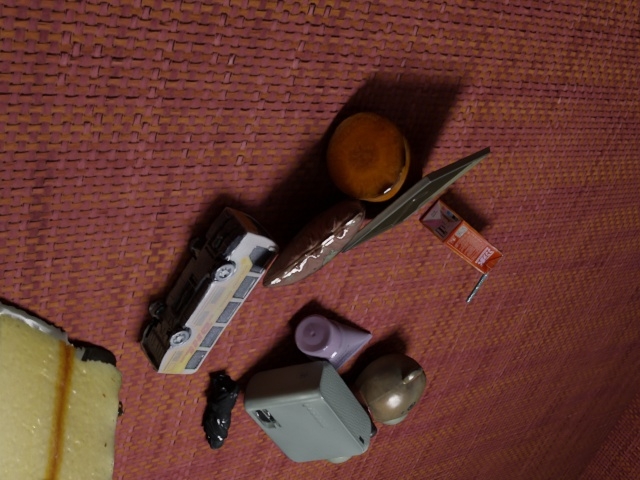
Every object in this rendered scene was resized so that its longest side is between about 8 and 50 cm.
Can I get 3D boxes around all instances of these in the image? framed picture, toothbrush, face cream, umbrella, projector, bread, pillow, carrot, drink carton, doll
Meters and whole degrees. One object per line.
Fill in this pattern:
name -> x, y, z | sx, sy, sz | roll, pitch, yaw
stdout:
framed picture -> 0.183, -0.078, 1.530 | 0.213, 0.016, 0.289 | -26, 170, -42
toothbrush -> 0.428, 0.098, 2.026 | 0.011, 0.014, 0.167 | 2, 124, -50
face cream -> 0.027, 0.245, 1.795 | 0.154, 0.096, 0.274 | -47, 153, 1
umbrella -> -0.223, 0.392, 1.733 | 0.059, 0.066, 0.235 | -18, 137, -34
projector -> -0.026, 0.389, 1.758 | 0.198, 0.108, 0.250 | -16, 128, 25
bread -> -0.460, 0.365, 1.328 | 0.242, 0.404, 0.346 | -36, 153, 9
pillow -> 0.000, 0.000, 1.490 | 0.236, 0.084, 0.223 | -41, 179, 10
carrot -> 0.131, -0.142, 1.491 | 0.159, 0.159, 0.225 | -53, 153, 13
drink carton -> 0.328, -0.006, 1.792 | 0.071, 0.096, 0.223 | -49, 139, 8
doll -> 0.113, 0.403, 1.940 | 0.330, 0.174, 0.235 | -32, 172, -7

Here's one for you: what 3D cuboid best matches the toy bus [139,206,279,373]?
toy bus -> -0.212, 0.103, 1.460 | 0.138, 0.097, 0.342 | 18, 113, -48
